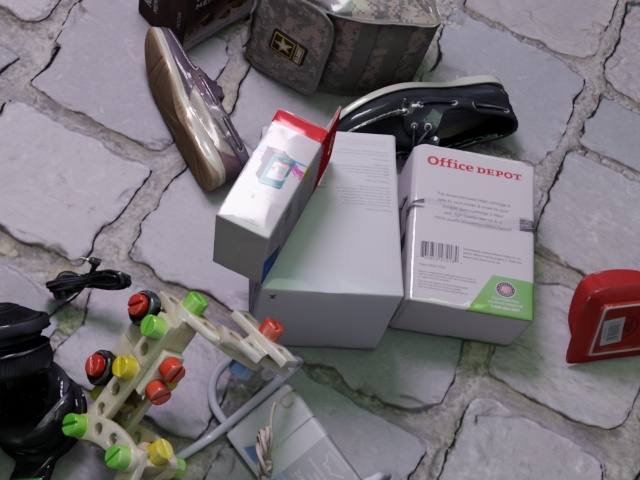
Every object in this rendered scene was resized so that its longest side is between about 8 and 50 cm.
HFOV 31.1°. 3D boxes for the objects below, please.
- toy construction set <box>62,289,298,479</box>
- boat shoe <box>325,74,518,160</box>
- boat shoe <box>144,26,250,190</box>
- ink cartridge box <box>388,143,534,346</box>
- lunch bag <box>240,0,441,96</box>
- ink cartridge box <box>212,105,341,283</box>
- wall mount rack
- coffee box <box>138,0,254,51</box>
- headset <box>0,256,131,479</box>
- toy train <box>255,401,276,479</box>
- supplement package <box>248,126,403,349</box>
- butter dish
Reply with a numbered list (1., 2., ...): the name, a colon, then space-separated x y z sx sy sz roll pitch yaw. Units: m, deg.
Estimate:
1. toy construction set: -0.196 0.191 1.473 0.328 0.151 0.215 -43 48 0
2. boat shoe: 0.173 -0.178 1.861 0.340 0.127 0.113 -11 54 -28
3. boat shoe: -0.195 -0.215 1.818 0.092 0.103 0.285 -18 72 -26
4. ink cartridge box: 0.220 0.007 1.779 0.198 0.114 0.272 10 62 -8
5. lunch bag: 0.025 -0.349 1.853 0.287 0.235 0.168 2 65 -12
6. ink cartridge box: -0.056 -0.075 1.526 0.078 0.134 0.231 25 61 6
7. wall mount rack: -0.087 0.328 1.547 0.304 0.130 0.350 -41 74 7
8. coffee box: -0.149 -0.461 1.913 0.297 0.168 0.119 -36 75 -26
9. headset: -0.368 0.173 1.496 0.185 0.243 0.394 -6 36 10
10. toy train: -0.124 0.325 1.452 0.143 0.105 0.248 0 81 27
11. supplement package: 0.000 0.000 1.686 0.199 0.198 0.262 3 62 -8
12. butter dish: 0.447 0.098 1.780 0.160 0.160 0.118 -6 42 -16
